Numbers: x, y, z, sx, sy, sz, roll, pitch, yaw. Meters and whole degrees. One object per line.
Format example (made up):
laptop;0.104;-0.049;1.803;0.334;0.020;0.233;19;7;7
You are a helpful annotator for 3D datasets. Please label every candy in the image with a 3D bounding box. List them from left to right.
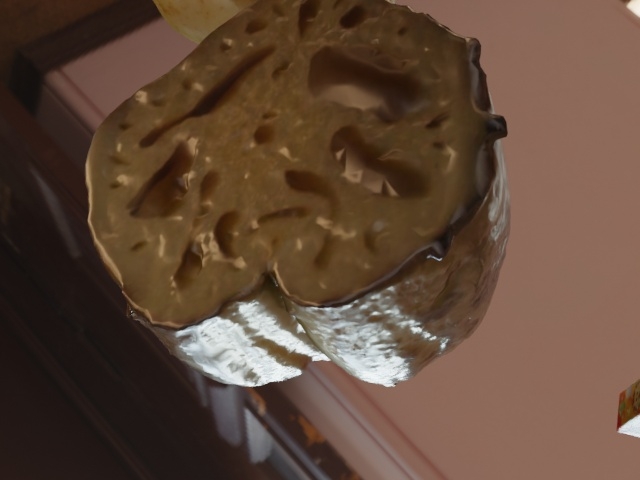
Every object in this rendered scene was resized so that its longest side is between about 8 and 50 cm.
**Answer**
candy;0.303;0.141;0.825;0.122;0.062;0.038;98;6;-66

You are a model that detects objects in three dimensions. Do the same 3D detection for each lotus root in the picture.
lotus root;0.000;0.000;0.716;0.316;0.316;0.250;-41;139;-13

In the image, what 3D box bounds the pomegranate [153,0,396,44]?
pomegranate;-0.068;-0.361;1.102;0.342;0.342;0.342;-40;162;-15
